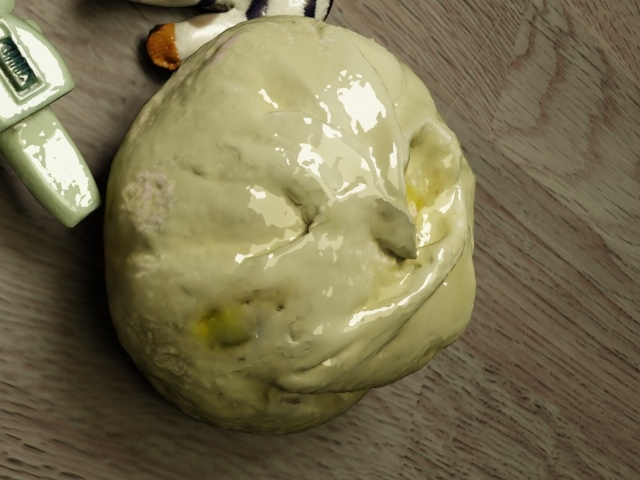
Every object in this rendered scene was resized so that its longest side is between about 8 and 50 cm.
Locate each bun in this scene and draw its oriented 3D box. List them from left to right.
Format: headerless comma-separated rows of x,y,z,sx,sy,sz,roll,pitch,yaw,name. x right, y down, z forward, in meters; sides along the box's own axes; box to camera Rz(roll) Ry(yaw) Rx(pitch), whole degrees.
0.000,0.000,0.844,0.365,0.219,0.365,-10,104,-43,bun

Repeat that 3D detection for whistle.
-0.245,-0.123,0.744,0.102,0.106,0.253,-35,103,-7,whistle

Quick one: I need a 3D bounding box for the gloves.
-0.090,-0.239,0.882,0.219,0.140,0.131,-2,58,-28,gloves
